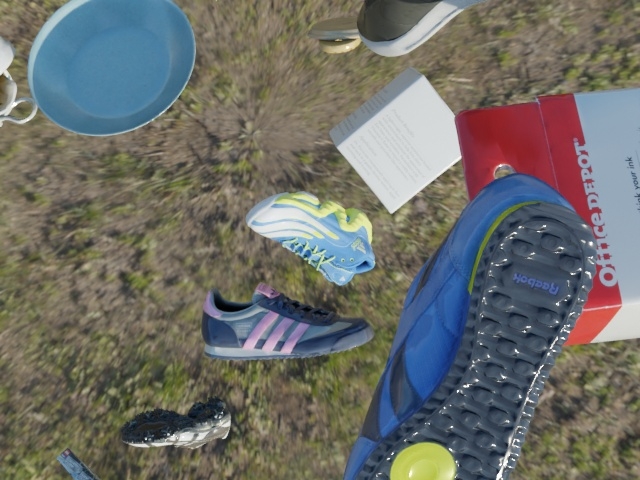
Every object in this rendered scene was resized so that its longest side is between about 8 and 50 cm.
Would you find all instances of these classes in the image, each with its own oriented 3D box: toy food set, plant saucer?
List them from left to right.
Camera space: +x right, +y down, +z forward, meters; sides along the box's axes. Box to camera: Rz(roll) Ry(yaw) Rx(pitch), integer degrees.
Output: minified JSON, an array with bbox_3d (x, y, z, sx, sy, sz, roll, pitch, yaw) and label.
[{"bbox_3d":[-0.232,-0.198,1.131,0.195,0.037,0.195,-2,70,7],"label":"plant saucer"},{"bbox_3d":[0.028,-0.207,0.992,0.082,0.083,0.020,-16,114,-21],"label":"toy food set"}]

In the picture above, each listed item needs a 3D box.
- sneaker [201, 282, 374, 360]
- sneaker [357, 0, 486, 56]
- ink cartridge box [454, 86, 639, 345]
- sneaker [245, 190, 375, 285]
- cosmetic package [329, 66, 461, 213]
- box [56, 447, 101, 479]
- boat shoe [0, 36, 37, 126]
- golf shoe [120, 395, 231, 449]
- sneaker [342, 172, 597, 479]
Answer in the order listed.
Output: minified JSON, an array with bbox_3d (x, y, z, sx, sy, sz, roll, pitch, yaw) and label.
[{"bbox_3d":[-0.066,0.140,1.796,0.319,0.112,0.131,-4,99,10],"label":"sneaker"},{"bbox_3d":[0.056,-0.229,0.737,0.147,0.296,0.105,34,80,-13],"label":"sneaker"},{"bbox_3d":[0.198,-0.016,0.593,0.231,0.078,0.134,-5,67,-2],"label":"ink cartridge box"},{"bbox_3d":[0.000,0.000,1.541,0.240,0.126,0.091,4,142,-40],"label":"sneaker"},{"bbox_3d":[0.134,-0.172,1.676,0.183,0.151,0.151,-38,104,6],"label":"cosmetic package"},{"bbox_3d":[-0.373,0.403,1.641,0.027,0.137,0.094,-43,58,-17],"label":"box"},{"bbox_3d":[-0.444,-0.191,1.274,0.156,0.367,0.136,37,66,-16],"label":"boat shoe"},{"bbox_3d":[-0.257,0.348,1.795,0.198,0.077,0.094,-10,132,-3],"label":"golf shoe"},{"bbox_3d":[0.063,0.065,0.491,0.069,0.082,0.209,22,101,-15],"label":"sneaker"}]
